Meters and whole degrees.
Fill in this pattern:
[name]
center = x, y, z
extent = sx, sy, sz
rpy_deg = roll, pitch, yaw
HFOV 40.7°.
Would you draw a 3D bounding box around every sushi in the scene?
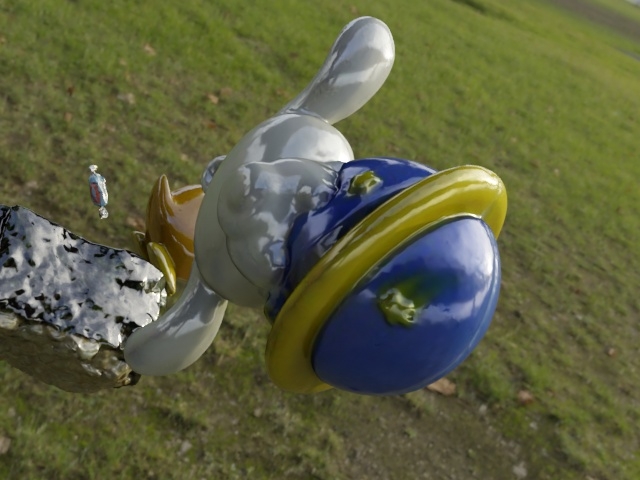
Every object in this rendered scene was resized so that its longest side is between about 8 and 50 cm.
[sushi]
center = -0.369, 0.078, 1.107
extent = 0.350, 0.211, 0.171
rpy_deg = 27, 52, -23

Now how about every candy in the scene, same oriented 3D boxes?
[candy]
center = -0.341, -0.075, 1.330
extent = 0.020, 0.083, 0.030
rpy_deg = -8, 7, 14

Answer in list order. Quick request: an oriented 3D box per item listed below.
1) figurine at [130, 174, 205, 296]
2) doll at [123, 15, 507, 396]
[figurine]
center = -0.161, -0.019, 1.306
extent = 0.228, 0.215, 0.215
rpy_deg = 2, 31, -29
[doll]
center = -0.022, 0.019, 0.578
extent = 0.243, 0.311, 0.159
rpy_deg = 51, 15, 17
